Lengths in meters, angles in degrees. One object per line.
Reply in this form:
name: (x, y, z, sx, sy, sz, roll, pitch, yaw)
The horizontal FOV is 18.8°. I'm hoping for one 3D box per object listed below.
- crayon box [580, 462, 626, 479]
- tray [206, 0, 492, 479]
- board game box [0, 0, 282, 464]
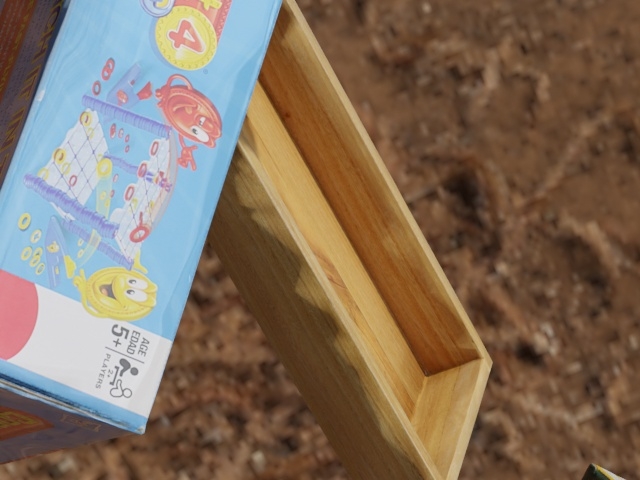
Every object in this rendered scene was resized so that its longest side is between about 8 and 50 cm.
crayon box: (0.366, 0.309, 1.587, 0.083, 0.323, 0.203, -63, 10, 3)
tray: (0.000, 0.000, 1.528, 0.076, 0.411, 0.203, -19, 24, 25)
board game box: (-0.131, -0.052, 0.893, 0.302, 0.086, 0.308, -19, 50, 60)
